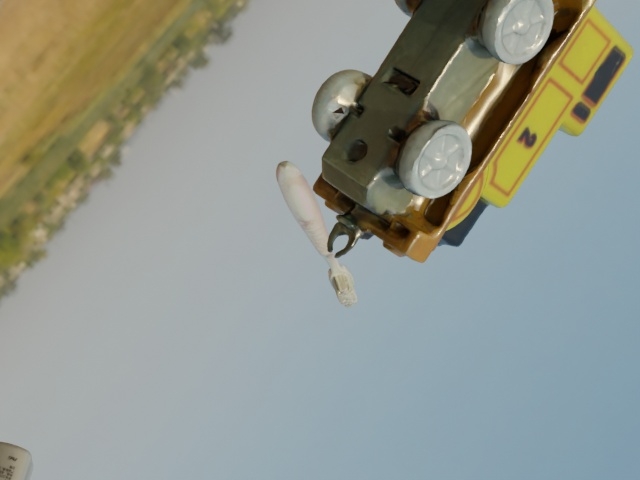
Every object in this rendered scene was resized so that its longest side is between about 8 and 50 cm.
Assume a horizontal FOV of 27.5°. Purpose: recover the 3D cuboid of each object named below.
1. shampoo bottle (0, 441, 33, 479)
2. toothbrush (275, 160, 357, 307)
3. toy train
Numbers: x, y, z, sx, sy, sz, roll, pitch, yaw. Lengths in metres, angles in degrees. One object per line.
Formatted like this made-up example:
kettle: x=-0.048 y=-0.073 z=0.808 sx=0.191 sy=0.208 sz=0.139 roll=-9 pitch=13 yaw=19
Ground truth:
shampoo bottle: x=-0.384 y=0.322 z=1.436 sx=0.227 sy=0.086 sz=0.056 roll=-83 pitch=173 yaw=-50
toothbrush: x=0.000 y=0.000 z=1.205 sx=0.025 sy=0.029 sz=0.307 roll=-20 pitch=155 yaw=3
toy train: x=0.081 y=-0.075 z=0.687 sx=0.089 sy=0.127 sz=0.219 roll=36 pitch=-85 yaw=45
